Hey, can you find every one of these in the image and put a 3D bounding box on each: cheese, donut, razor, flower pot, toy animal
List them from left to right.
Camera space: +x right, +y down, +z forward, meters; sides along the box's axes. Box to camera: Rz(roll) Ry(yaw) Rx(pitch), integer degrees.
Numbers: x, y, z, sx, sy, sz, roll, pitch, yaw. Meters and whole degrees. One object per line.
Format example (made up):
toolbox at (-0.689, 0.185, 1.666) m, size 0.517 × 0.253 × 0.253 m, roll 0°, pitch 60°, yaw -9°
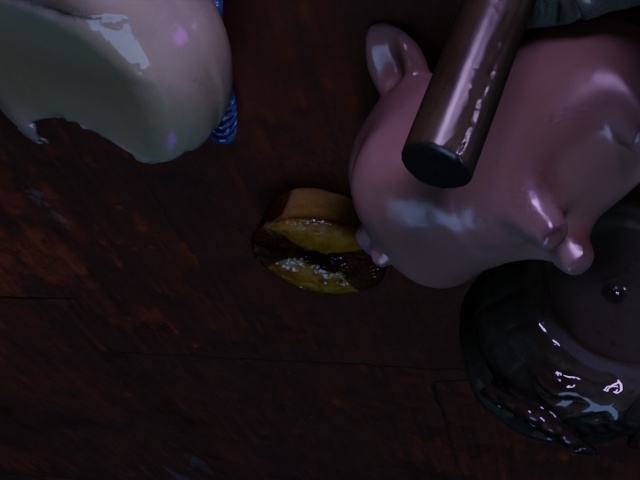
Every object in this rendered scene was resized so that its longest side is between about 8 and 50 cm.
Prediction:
cheese at (-0.212, -0.183, 0.831) m, size 0.266 × 0.127 × 0.233 m, roll 21°, pitch 147°, yaw 10°
razor at (-0.110, -0.186, 0.914) m, size 0.082 × 0.042 × 0.253 m, roll 7°, pitch 148°, yaw 3°
donut at (0.000, 0.000, 1.140) m, size 0.166 × 0.073 × 0.184 m, roll -22°, pitch 137°, yaw 38°
toy animal at (0.171, -0.085, 0.844) m, size 0.326 × 0.269 × 0.237 m, roll -39°, pitch 131°, yaw 10°
flower pot at (0.306, 0.107, 1.010) m, size 0.302 × 0.302 × 0.213 m, roll 10°, pitch 156°, yaw 0°

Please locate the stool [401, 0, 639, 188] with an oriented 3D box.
stool at (0.133, -0.207, 0.586) m, size 0.310 × 0.226 × 0.310 m, roll -1°, pitch 144°, yaw 45°
